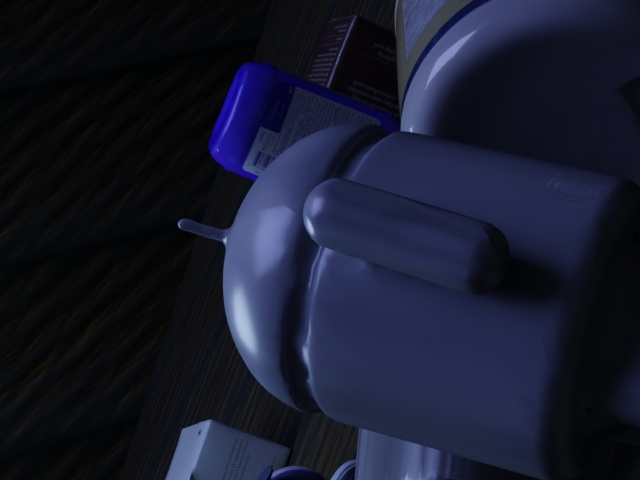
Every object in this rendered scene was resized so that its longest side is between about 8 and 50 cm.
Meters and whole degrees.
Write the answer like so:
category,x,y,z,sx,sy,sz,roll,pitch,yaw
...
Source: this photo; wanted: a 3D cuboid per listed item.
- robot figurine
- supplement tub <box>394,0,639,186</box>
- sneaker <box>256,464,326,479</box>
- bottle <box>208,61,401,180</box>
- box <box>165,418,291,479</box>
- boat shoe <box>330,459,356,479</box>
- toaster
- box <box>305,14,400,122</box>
category,x,y,z,sx,sy,sz,roll,pitch,yaw
robot figurine,0.086,0.037,1.092,0.300,0.353,0.200,54,-127,-63
supplement tub,0.173,-0.144,1.297,0.316,0.228,0.228,-87,22,-59
sneaker,-0.092,0.383,1.719,0.323,0.130,0.236,-51,6,4
bottle,0.032,-0.085,1.707,0.092,0.282,0.118,-121,53,-76
box,-0.138,0.339,2.156,0.182,0.119,0.181,149,142,-72
boat shoe,0.034,0.298,1.583,0.083,0.065,0.183,150,135,-68
toaster,0.109,0.172,1.291,0.227,0.129,0.146,134,151,-54
box,0.062,-0.142,1.962,0.167,0.168,0.203,-152,84,-78
